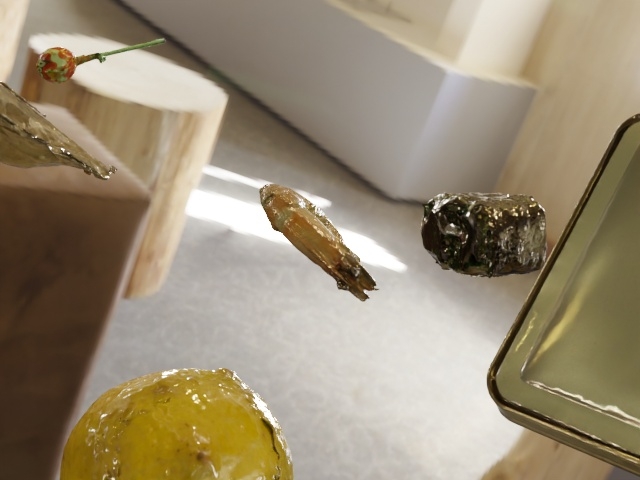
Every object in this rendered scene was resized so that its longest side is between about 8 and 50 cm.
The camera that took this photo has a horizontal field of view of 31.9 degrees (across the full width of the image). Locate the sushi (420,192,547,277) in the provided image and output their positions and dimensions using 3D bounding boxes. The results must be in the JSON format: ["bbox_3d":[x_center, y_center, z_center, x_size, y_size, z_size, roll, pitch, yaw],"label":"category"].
[{"bbox_3d":[0.234,-0.008,1.658,0.127,0.124,0.225,-4,8,-20],"label":"sushi"}]

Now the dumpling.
[{"bbox_3d":[-0.439,-0.157,1.512,0.332,0.086,0.166,34,13,-5],"label":"dumpling"}]

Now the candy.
[{"bbox_3d":[-0.308,-0.261,1.577,0.184,0.055,0.049,-15,58,-14],"label":"candy"}]

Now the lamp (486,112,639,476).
[{"bbox_3d":[0.279,0.043,0.772,0.266,0.269,0.047,20,-18,38],"label":"lamp"}]

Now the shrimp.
[{"bbox_3d":[0.000,0.000,1.198,0.180,0.041,0.099,46,16,29],"label":"shrimp"}]

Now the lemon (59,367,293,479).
[{"bbox_3d":[-0.220,0.365,1.704,0.349,0.387,0.350,9,64,-19],"label":"lemon"}]
